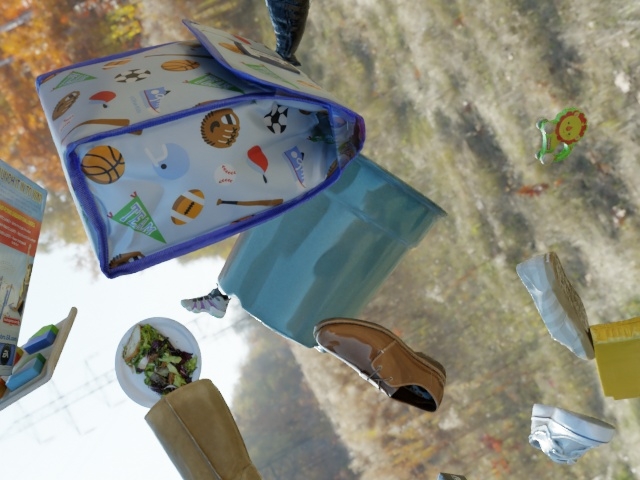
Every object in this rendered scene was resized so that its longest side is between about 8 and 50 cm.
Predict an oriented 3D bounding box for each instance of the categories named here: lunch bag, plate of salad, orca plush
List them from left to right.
[{"bbox_3d":[-0.354,0.264,1.730,0.200,0.199,0.048,61,-175,9],"label":"plate of salad"},{"bbox_3d":[-0.170,-0.160,1.124,0.328,0.385,0.239,-131,27,-54],"label":"lunch bag"},{"bbox_3d":[-0.086,-0.469,1.521,0.151,0.287,0.102,23,-154,14],"label":"orca plush"}]

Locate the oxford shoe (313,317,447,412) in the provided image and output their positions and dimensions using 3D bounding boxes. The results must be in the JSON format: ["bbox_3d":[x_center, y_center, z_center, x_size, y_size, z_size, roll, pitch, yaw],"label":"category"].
[{"bbox_3d":[0.085,0.175,1.127,0.212,0.076,0.076,27,-143,-8],"label":"oxford shoe"}]

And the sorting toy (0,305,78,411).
[{"bbox_3d":[-0.493,0.208,1.310,0.038,0.208,0.193,49,-167,-22],"label":"sorting toy"}]

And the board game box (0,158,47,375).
[{"bbox_3d":[-0.507,0.033,1.134,0.308,0.086,0.302,83,-166,-79],"label":"board game box"}]

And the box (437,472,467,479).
[{"bbox_3d":[0.258,0.626,1.566,0.216,0.060,0.270,-141,65,-72],"label":"box"}]

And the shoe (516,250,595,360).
[{"bbox_3d":[0.363,0.103,1.222,0.219,0.058,0.077,56,-150,-29],"label":"shoe"}]

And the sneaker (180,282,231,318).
[{"bbox_3d":[-0.222,0.111,1.580,0.098,0.069,0.038,15,-159,-32],"label":"sneaker"}]

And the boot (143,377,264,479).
[{"bbox_3d":[-0.218,0.376,1.291,0.269,0.236,0.089,48,149,37],"label":"boot"}]

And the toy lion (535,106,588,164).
[{"bbox_3d":[0.454,-0.198,1.506,0.034,0.096,0.100,-119,21,-59],"label":"toy lion"}]

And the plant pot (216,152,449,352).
[{"bbox_3d":[0.000,0.000,1.471,0.341,0.334,0.341,33,-176,-3],"label":"plant pot"}]

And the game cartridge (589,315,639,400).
[{"bbox_3d":[0.659,0.198,1.438,0.285,0.323,0.053,55,-150,-51],"label":"game cartridge"}]

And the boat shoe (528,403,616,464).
[{"bbox_3d":[0.397,0.316,1.285,0.095,0.084,0.258,17,172,6],"label":"boat shoe"}]
